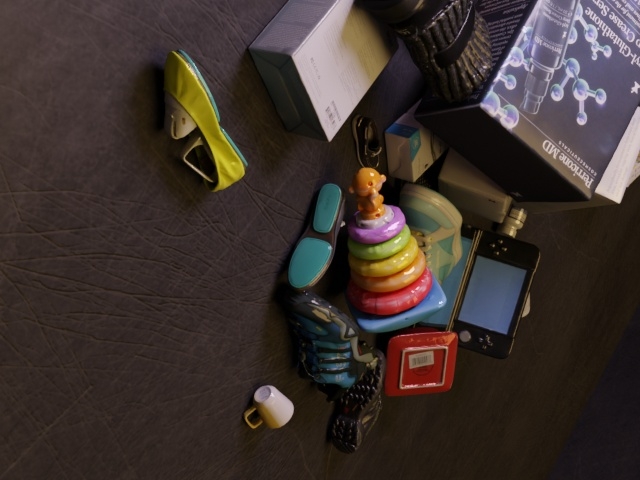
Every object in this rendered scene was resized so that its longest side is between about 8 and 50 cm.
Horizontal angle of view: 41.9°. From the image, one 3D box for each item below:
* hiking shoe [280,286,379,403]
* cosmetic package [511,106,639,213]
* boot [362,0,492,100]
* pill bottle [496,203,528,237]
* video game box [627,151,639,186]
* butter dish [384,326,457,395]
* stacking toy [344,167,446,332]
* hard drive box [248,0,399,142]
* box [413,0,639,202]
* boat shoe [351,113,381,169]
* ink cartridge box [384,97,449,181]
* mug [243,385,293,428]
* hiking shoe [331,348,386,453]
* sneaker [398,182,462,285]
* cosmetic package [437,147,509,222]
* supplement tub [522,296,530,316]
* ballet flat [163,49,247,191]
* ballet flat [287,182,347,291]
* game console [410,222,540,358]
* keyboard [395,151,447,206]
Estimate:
[{"bbox_3d":[0.005,0.196,1.522,0.132,0.113,0.304,-50,136,-11],"label":"hiking shoe"},{"bbox_3d":[0.538,-0.191,1.870,0.156,0.385,0.217,24,86,-13],"label":"cosmetic package"},{"bbox_3d":[0.212,-0.427,1.337,0.260,0.131,0.348,34,80,-46],"label":"boot"},{"bbox_3d":[0.493,-0.070,2.136,0.067,0.067,0.120,30,81,-56],"label":"pill bottle"},{"bbox_3d":[0.818,-0.220,2.411,0.187,0.205,0.048,-36,129,-43],"label":"video game box"},{"bbox_3d":[0.209,0.250,1.848,0.160,0.118,0.160,-3,117,-11],"label":"butter dish"},{"bbox_3d":[0.106,-0.001,1.507,0.175,0.166,0.302,-19,121,-3],"label":"stacking toy"},{"bbox_3d":[0.014,-0.302,1.310,0.232,0.089,0.181,-54,143,-24],"label":"hard drive box"},{"bbox_3d":[0.412,-0.311,1.532,0.293,0.212,0.395,34,78,-23],"label":"box"},{"bbox_3d":[0.091,-0.176,1.529,0.046,0.038,0.125,-48,140,-31],"label":"boat shoe"},{"bbox_3d":[0.202,-0.209,1.654,0.180,0.060,0.104,-44,138,-36],"label":"ink cartridge box"},{"bbox_3d":[-0.092,0.295,1.477,0.078,0.062,0.064,-59,137,-30],"label":"mug"},{"bbox_3d":[0.086,0.325,1.746,0.114,0.086,0.227,-8,119,-68],"label":"hiking shoe"},{"bbox_3d":[0.196,0.037,1.690,0.208,0.127,0.319,-60,150,-17],"label":"sneaker"},{"bbox_3d":[0.382,-0.242,1.764,0.197,0.155,0.365,59,54,-74],"label":"cosmetic package"},{"bbox_3d":[0.543,0.153,2.315,0.071,0.071,0.107,-45,140,-34],"label":"supplement tub"},{"bbox_3d":[-0.169,-0.150,1.141,0.077,0.077,0.231,-41,141,-13],"label":"ballet flat"},{"bbox_3d":[0.000,0.000,1.459,0.074,0.074,0.203,38,67,-55],"label":"ballet flat"},{"bbox_3d":[0.366,0.121,1.964,0.173,0.250,0.293,-14,121,-82],"label":"game console"},{"bbox_3d":[0.212,-0.142,1.737,0.180,0.023,0.108,-28,127,-47],"label":"keyboard"}]
